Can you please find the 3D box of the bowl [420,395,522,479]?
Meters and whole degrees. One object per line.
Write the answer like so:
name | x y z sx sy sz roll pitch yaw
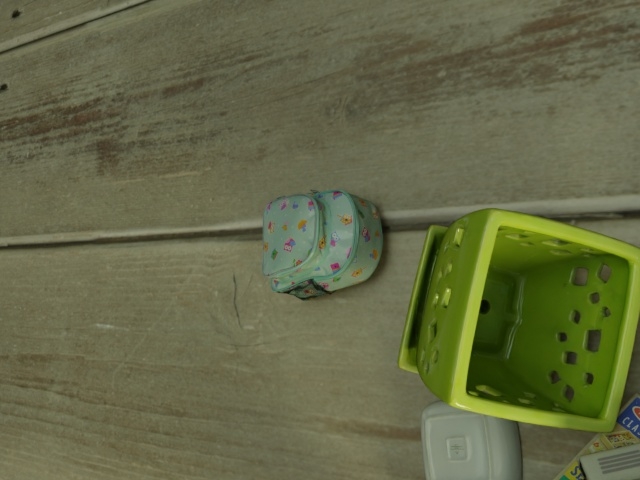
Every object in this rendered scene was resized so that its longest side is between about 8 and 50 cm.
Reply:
bowl | 0.200 0.286 1.005 0.142 0.053 0.142 -13 71 32

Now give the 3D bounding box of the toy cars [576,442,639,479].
toy cars | 0.278 0.363 0.699 0.176 0.087 0.393 20 60 30

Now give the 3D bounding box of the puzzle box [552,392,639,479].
puzzle box | 0.412 0.378 0.739 0.272 0.052 0.409 -39 51 -16

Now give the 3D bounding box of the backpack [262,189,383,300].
backpack | 0.000 0.000 1.175 0.188 0.144 0.165 -13 65 31

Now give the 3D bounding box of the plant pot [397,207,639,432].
plant pot | 0.231 0.093 0.907 0.207 0.228 0.227 180 103 -73
